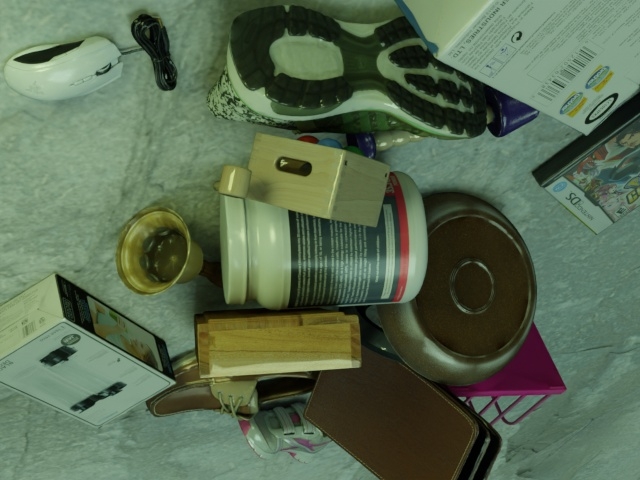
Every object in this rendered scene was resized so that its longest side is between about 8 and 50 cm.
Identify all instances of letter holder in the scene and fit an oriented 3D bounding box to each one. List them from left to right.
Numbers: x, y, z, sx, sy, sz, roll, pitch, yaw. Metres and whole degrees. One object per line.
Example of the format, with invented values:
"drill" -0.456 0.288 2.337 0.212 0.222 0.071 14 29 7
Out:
"letter holder" 0.151 0.278 1.605 0.152 0.302 0.214 -15 130 -49

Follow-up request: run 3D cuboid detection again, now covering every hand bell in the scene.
"hand bell" -0.178 0.040 1.414 0.126 0.126 0.242 -35 154 16

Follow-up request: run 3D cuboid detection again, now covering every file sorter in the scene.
"file sorter" 0.274 0.246 1.825 0.291 0.202 0.182 5 139 -33

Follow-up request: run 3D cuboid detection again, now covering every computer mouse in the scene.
"computer mouse" -0.263 -0.196 1.096 0.193 0.042 0.106 -16 145 -10

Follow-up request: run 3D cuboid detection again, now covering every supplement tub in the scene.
"supplement tub" 0.000 0.000 1.344 0.272 0.191 0.191 -2 141 -10

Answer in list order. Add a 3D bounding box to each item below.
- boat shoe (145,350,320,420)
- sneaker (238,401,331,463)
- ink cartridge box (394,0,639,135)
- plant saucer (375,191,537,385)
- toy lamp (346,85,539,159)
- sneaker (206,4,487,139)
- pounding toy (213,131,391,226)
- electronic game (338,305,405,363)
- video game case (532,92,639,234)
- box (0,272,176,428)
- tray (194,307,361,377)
"boat shoe" -0.144 0.250 1.668 0.324 0.116 0.123 -17 144 -8
"sneaker" -0.062 0.367 1.890 0.111 0.103 0.252 -43 147 19
"ink cartridge box" 0.324 -0.299 1.190 0.395 0.151 0.270 16 129 -41
"plant saucer" 0.229 0.073 1.508 0.311 0.310 0.050 -1 174 -28
"toy lamp" 0.175 -0.166 1.347 0.275 0.080 0.080 -13 143 -10
"sneaker" 0.034 -0.193 1.219 0.410 0.158 0.182 5 165 -33
"pounding toy" -0.044 -0.087 1.145 0.206 0.181 0.094 8 96 -61
"electronic game" 0.142 0.138 1.591 0.229 0.229 0.048 -1 120 -28
"video game case" 0.525 -0.138 1.606 0.275 0.035 0.248 -38 142 20
"box" -0.376 0.180 1.478 0.169 0.087 0.290 -31 143 11
"tray" -0.078 0.137 1.380 0.203 0.076 0.411 -2 177 -8
